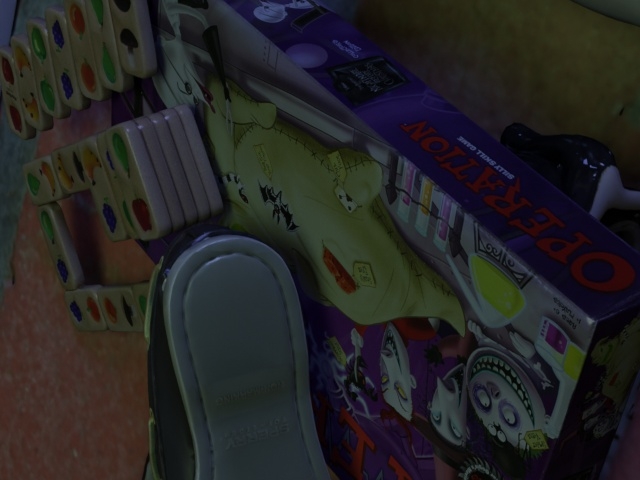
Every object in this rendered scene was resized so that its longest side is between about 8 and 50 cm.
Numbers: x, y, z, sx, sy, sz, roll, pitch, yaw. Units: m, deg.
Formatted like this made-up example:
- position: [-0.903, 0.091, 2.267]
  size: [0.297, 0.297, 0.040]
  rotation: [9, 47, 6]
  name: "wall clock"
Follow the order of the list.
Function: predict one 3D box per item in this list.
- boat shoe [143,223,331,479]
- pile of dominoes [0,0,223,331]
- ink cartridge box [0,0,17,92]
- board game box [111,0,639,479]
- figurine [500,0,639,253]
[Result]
- position: [-0.040, 0.104, 0.601]
  size: [0.069, 0.081, 0.227]
  rotation: [-151, 57, -69]
  name: "boat shoe"
- position: [-0.137, -0.035, 0.713]
  size: [0.251, 0.040, 0.196]
  rotation: [-8, 102, 58]
  name: "pile of dominoes"
- position: [-0.381, -0.111, 0.842]
  size: [0.197, 0.270, 0.198]
  rotation: [23, 107, 35]
  name: "ink cartridge box"
- position: [0.000, 0.000, 0.600]
  size: [0.347, 0.056, 0.208]
  rotation: [44, 146, 36]
  name: "board game box"
- position: [0.074, -0.092, 0.590]
  size: [0.209, 0.092, 0.214]
  rotation: [25, 107, 41]
  name: "figurine"
